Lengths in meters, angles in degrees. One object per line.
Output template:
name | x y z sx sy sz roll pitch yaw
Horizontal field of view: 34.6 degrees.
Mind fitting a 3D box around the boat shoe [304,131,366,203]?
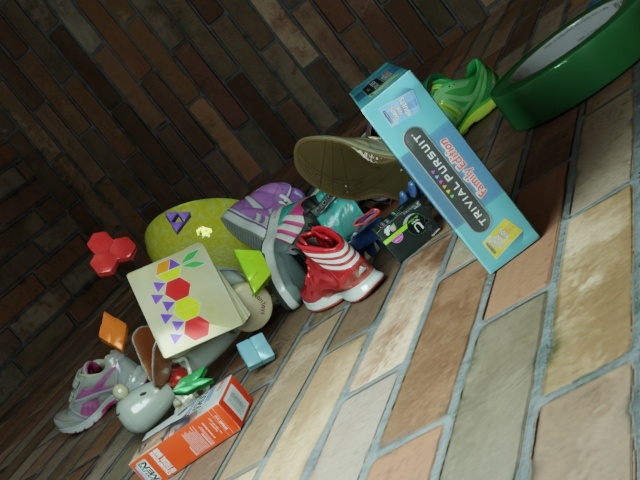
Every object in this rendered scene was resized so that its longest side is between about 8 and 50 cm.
boat shoe | 0.087 -0.158 2.216 0.340 0.127 0.113 -48 22 0

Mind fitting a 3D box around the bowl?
bowl | -0.242 0.047 2.293 0.289 0.289 0.156 -32 54 34

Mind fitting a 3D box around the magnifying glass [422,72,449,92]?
magnifying glass | 0.256 -0.312 2.465 0.026 0.092 0.231 -22 29 51

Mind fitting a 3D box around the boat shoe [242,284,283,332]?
boat shoe | -0.121 0.140 1.834 0.152 0.049 0.056 -38 27 1

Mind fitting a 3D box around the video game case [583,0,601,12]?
video game case | 0.634 -0.500 1.961 0.269 0.061 0.244 -30 12 42

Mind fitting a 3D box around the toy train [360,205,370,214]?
toy train | 0.060 -0.047 2.090 0.036 0.027 0.158 -39 9 -24

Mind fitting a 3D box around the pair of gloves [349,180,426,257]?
pair of gloves | 0.120 -0.038 1.656 0.198 0.023 0.159 -35 -20 -12

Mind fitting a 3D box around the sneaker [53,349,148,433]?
sneaker | -0.476 0.311 2.168 0.252 0.111 0.103 -36 10 17

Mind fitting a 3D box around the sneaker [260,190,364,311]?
sneaker | 0.000 0.000 1.846 0.178 0.124 0.295 -27 28 17

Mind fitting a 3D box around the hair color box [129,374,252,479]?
hair color box | -0.181 0.268 1.445 0.167 0.053 0.093 -37 10 16

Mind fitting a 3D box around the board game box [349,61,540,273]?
board game box | 0.150 -0.110 1.362 0.079 0.254 0.336 -38 9 7

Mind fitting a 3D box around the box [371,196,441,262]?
box | 0.131 -0.017 1.578 0.083 0.062 0.052 -39 11 -1

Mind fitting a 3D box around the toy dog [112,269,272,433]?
toy dog | -0.230 0.149 1.703 0.220 0.161 0.334 -19 30 54

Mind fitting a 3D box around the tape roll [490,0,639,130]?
tape roll | 0.443 -0.316 1.768 0.321 0.077 0.321 -38 10 8

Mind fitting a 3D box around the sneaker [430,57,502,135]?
sneaker | 0.248 -0.259 2.087 0.295 0.123 0.109 -43 11 -21

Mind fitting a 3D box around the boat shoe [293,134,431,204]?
boat shoe | 0.098 -0.132 1.806 0.302 0.109 0.098 10 25 25

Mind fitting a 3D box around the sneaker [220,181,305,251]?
sneaker | -0.076 -0.042 2.098 0.161 0.102 0.282 -39 41 -15

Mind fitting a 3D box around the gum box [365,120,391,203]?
gum box | 0.119 -0.175 2.030 0.107 0.062 0.188 -100 18 -80

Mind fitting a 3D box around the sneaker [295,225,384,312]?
sneaker | 0.006 0.035 1.604 0.087 0.128 0.221 -44 11 -29

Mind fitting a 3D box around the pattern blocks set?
pattern blocks set | -0.216 0.092 1.635 0.285 0.325 0.026 -16 -31 -9
